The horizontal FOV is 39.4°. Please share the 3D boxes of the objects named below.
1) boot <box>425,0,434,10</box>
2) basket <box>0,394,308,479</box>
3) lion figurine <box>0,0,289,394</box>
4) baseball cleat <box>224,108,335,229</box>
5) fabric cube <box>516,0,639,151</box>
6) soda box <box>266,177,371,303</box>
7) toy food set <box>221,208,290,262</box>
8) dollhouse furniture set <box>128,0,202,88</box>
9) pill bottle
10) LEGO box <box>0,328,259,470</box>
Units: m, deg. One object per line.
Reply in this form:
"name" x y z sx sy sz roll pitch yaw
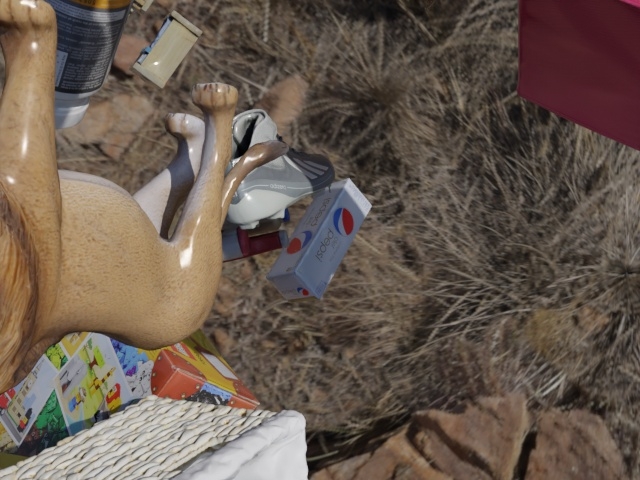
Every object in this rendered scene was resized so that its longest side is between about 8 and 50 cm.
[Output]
"boot" 0.110 -0.344 0.915 0.112 0.305 0.115 26 127 -18
"basket" -0.197 0.405 1.135 0.266 0.328 0.331 2 103 31
"lion figurine" -0.147 0.007 0.548 0.142 0.392 0.240 1 84 37
"baseball cleat" -0.039 -0.082 0.890 0.072 0.206 0.109 -5 106 19
"fabric cube" 0.312 -0.204 0.654 0.259 0.258 0.254 29 86 16
"soda box" 0.000 0.000 1.463 0.074 0.216 0.069 -13 127 45
"toy food set" -0.098 -0.034 1.194 0.105 0.232 0.111 -13 95 5
"dollhouse furniture set" -0.337 -0.386 1.649 0.184 0.129 0.129 36 87 -18
"pill bottle" -0.391 -0.318 1.372 0.162 0.162 0.278 43 128 15
"LEGO box" -0.384 0.264 1.567 0.372 0.193 0.500 -53 41 3
